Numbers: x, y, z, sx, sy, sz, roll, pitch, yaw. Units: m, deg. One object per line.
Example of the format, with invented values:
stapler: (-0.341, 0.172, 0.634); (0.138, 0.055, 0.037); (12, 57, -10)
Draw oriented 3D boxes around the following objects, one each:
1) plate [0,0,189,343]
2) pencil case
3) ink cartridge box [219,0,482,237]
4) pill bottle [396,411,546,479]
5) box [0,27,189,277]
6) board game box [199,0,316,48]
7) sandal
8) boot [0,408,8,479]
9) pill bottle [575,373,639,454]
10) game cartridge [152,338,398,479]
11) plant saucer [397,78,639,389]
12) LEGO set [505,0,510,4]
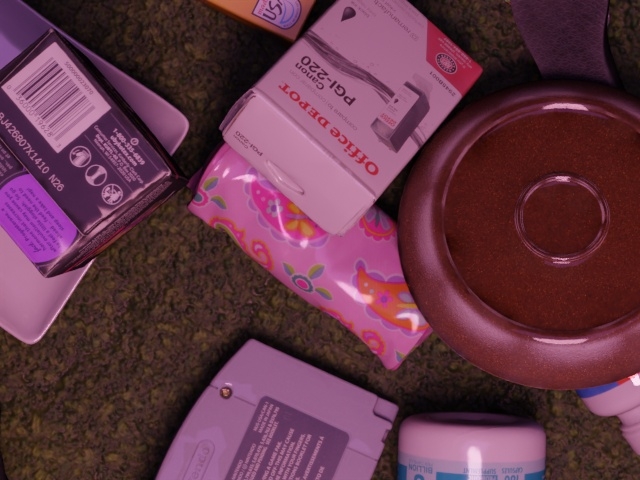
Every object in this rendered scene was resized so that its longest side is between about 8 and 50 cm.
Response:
plate: (-0.317, -0.085, 1.660); (0.278, 0.045, 0.277); (35, 90, -2)
pencil case: (0.000, 0.000, 1.638); (0.284, 0.124, 0.124); (38, 90, -1)
ink cartridge box: (0.031, -0.134, 1.595); (0.158, 0.092, 0.218); (41, 56, -2)
pill bottle: (0.145, 0.305, 1.628); (0.146, 0.146, 0.264); (1, 91, -2)
box: (-0.227, -0.075, 1.505); (0.143, 0.270, 0.165); (-39, 92, -1)
board game box: (-0.114, -0.367, 1.652); (0.316, 0.064, 0.242); (26, 90, -2)
sandal: (0.245, -0.204, 1.628); (0.097, 0.054, 0.254); (-2, 127, 20)
boot: (-0.459, 0.164, 1.463); (0.367, 0.445, 0.146); (-18, 48, -19)
pill bottle: (0.289, 0.095, 1.641); (0.124, 0.124, 0.221); (-35, 91, -1)
game cartridge: (-0.067, 0.258, 1.640); (0.198, 0.062, 0.297); (24, 77, 0)
plant saucer: (0.226, -0.016, 1.561); (0.310, 0.050, 0.311); (-2, 73, 5)
LEGO set: (0.267, -0.326, 1.586); (0.287, 0.107, 0.132); (-26, 100, 24)
